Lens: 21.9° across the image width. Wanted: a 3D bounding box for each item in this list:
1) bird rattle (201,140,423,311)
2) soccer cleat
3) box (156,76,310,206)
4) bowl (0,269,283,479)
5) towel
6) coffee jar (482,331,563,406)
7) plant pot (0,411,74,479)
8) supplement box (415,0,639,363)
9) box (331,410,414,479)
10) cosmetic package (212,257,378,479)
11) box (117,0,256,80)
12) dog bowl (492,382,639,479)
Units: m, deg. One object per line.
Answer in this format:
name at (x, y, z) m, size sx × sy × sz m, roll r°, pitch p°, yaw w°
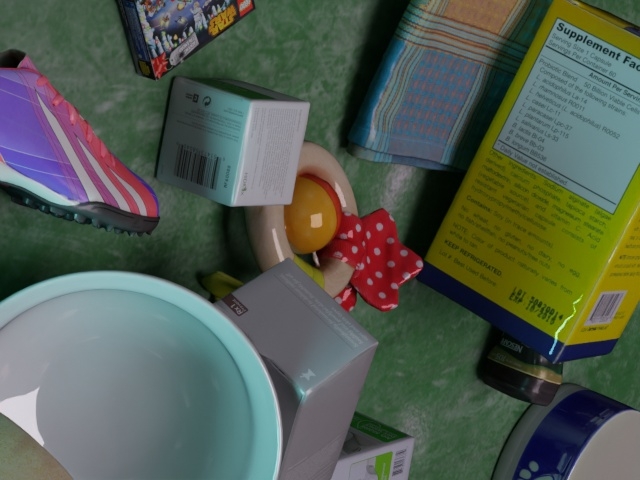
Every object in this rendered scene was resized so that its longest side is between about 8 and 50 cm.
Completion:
bird rattle at (0.000, 0.000, 1.653) m, size 0.253 × 0.143 × 0.207 m, roll -30°, pitch 112°, yaw -44°
soccer cleat at (-0.230, -0.087, 1.338) m, size 0.318 × 0.108 × 0.116 m, roll 25°, pitch 82°, yaw -51°
box at (-0.080, -0.091, 1.521) m, size 0.087 × 0.101 × 0.102 m, roll -2°, pitch 108°, yaw -52°
bowl at (-0.184, 0.160, 1.430) m, size 0.134 × 0.297 × 0.298 m, roll -120°, pitch -136°, yaw -80°
towel at (0.184, -0.239, 1.769) m, size 0.271 × 0.040 × 0.370 m, roll 5°, pitch 116°, yaw -52°
coffee jar at (0.272, 0.109, 2.061) m, size 0.079 × 0.096 × 0.184 m, roll 19°, pitch 91°, yaw -50°
plant pot at (-0.312, 0.262, 1.249) m, size 0.274 × 0.256 × 0.256 m, roll -47°, pitch 138°, yaw -22°
supplement box at (0.296, -0.066, 1.852) m, size 0.195 × 0.194 × 0.357 m, roll 0°, pitch 119°, yaw -62°
box at (-0.031, 0.330, 1.757) m, size 0.231 × 0.126 × 0.262 m, roll -10°, pitch 114°, yaw -49°
cosmetic package at (-0.042, 0.144, 1.524) m, size 0.107 × 0.127 × 0.238 m, roll -31°, pitch 155°, yaw -36°
box at (-0.119, -0.217, 1.476) m, size 0.137 × 0.027 × 0.094 m, roll -42°, pitch 136°, yaw -33°
dog bowl at (0.342, 0.334, 2.247) m, size 0.265 × 0.104 × 0.265 m, roll -26°, pitch 125°, yaw -43°
